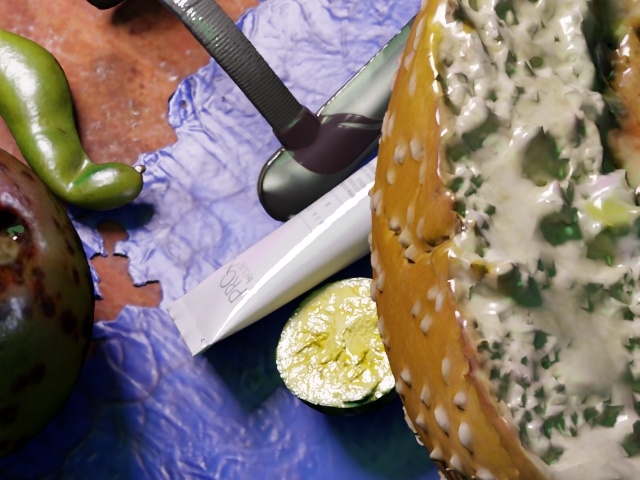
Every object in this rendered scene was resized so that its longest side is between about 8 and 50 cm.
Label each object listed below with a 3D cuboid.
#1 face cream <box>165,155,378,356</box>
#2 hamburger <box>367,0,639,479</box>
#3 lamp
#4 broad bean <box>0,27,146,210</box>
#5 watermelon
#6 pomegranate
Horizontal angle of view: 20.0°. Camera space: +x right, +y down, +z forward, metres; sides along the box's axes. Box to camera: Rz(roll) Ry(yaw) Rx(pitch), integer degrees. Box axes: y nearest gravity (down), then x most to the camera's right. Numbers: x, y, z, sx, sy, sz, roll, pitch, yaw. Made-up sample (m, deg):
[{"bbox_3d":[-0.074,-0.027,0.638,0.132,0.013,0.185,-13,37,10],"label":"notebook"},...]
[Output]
[{"bbox_3d":[0.000,0.000,1.313,0.244,0.092,0.058,-33,114,-3],"label":"face cream"},{"bbox_3d":[0.162,0.022,1.161,0.268,0.287,0.445,-2,63,-16],"label":"hamburger"},{"bbox_3d":[-0.042,-0.185,1.354,0.203,0.124,0.283,-38,72,-14],"label":"lamp"},{"bbox_3d":[-0.214,-0.099,1.391,0.070,0.048,0.213,-41,70,-4],"label":"broad bean"},{"bbox_3d":[0.025,0.081,1.279,0.105,0.062,0.105,-11,56,17],"label":"watermelon"},{"bbox_3d":[-0.305,0.066,1.275,0.306,0.242,0.242,-32,68,20],"label":"pomegranate"}]
